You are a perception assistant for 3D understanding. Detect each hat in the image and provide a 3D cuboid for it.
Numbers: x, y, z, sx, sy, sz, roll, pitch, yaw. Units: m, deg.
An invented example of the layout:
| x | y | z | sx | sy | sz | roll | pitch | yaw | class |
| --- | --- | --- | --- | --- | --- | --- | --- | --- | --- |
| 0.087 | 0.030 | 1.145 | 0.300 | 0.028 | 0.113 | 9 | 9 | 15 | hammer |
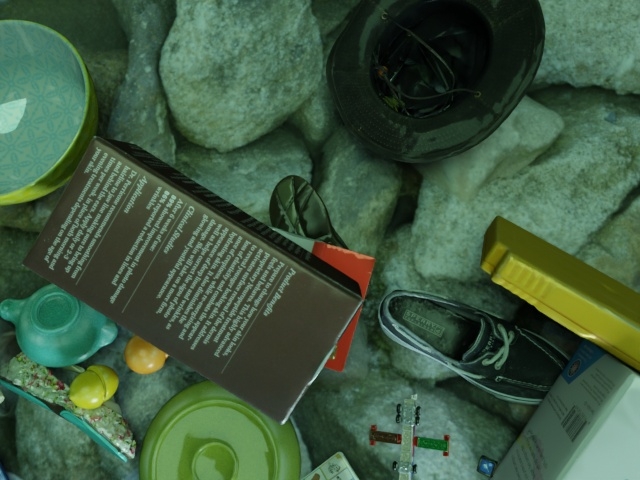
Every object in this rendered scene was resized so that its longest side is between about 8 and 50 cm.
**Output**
| x | y | z | sx | sy | sz | roll | pitch | yaw | class |
| --- | --- | --- | --- | --- | --- | --- | --- | --- | --- |
| 0.182 | -0.272 | 0.884 | 0.331 | 0.134 | 0.331 | -2 | 84 | 20 | hat |

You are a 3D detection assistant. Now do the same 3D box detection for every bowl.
| x | y | z | sx | sy | sz | roll | pitch | yaw | class |
| --- | --- | --- | --- | --- | --- | --- | --- | --- | --- |
| -0.470 | -0.177 | 0.889 | 0.289 | 0.156 | 0.290 | -1 | 76 | 4 | bowl |

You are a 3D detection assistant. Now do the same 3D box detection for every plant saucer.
| x | y | z | sx | sy | sz | roll | pitch | yaw | class |
| --- | --- | --- | --- | --- | --- | --- | --- | --- | --- |
| -0.149 | 0.321 | 0.806 | 0.240 | 0.037 | 0.241 | -1 | 76 | 4 | plant saucer |

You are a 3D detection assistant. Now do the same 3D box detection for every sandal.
| x | y | z | sx | sy | sz | roll | pitch | yaw | class |
| --- | --- | --- | --- | --- | --- | --- | --- | --- | --- |
| 0.000 | 0.000 | 0.869 | 0.090 | 0.060 | 0.219 | -39 | 91 | 8 | sandal |

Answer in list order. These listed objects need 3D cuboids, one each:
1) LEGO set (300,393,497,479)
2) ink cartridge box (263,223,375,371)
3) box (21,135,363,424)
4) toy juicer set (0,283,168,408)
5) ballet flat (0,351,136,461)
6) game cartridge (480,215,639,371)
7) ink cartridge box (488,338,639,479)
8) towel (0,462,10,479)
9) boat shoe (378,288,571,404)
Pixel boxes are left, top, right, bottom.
| x | y | z | sx | sy | sz | roll | pitch | yaw | class |
| --- | --- | --- | --- | --- | --- | --- | --- | --- | --- |
| 0.117 | 0.338 | 0.774 | 0.244 | 0.060 | 0.182 | -41 | 65 | 7 | LEGO set |
| -0.058 | 0.080 | 0.824 | 0.232 | 0.066 | 0.189 | 17 | 97 | 11 | ink cartridge box |
| -0.153 | 0.044 | 0.736 | 0.381 | 0.143 | 0.191 | 33 | 96 | 0 | box |
| -0.369 | 0.150 | 0.811 | 0.328 | 0.089 | 0.209 | -12 | 65 | -14 | toy juicer set |
| -0.357 | 0.229 | 0.822 | 0.241 | 0.091 | 0.077 | 29 | 58 | 6 | ballet flat |
| 0.356 | 0.083 | 0.717 | 0.323 | 0.285 | 0.053 | 31 | 107 | 11 | game cartridge |
| 0.348 | 0.296 | 0.665 | 0.197 | 0.198 | 0.270 | 32 | 98 | 9 | ink cartridge box |
| -0.589 | 0.443 | 0.803 | 0.336 | 0.040 | 0.243 | -36 | 76 | -5 | towel |
| 0.225 | 0.145 | 0.792 | 0.301 | 0.102 | 0.108 | 25 | 79 | 9 | boat shoe |
